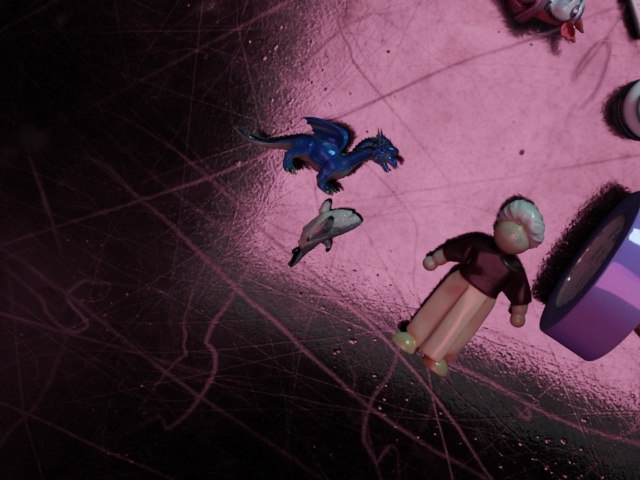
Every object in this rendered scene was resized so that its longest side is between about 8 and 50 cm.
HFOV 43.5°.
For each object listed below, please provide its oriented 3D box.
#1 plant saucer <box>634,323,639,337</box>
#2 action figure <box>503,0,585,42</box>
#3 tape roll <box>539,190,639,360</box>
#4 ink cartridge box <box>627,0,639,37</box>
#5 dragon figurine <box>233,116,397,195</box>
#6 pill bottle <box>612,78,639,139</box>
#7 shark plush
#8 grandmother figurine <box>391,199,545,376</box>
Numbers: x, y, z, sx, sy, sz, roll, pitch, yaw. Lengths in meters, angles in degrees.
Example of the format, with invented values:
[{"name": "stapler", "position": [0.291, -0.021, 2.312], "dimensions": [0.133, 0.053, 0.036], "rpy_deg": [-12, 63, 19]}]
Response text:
[{"name": "plant saucer", "position": [0.599, 0.117, 1.359], "dimensions": [0.168, 0.029, 0.168], "rpy_deg": [26, 128, 38]}, {"name": "action figure", "position": [0.291, -0.461, 1.273], "dimensions": [0.275, 0.248, 0.370], "rpy_deg": [-31, 88, 15]}, {"name": "tape roll", "position": [0.468, 0.057, 1.290], "dimensions": [0.090, 0.275, 0.275], "rpy_deg": [34, 103, 5]}, {"name": "ink cartridge box", "position": [0.552, -0.514, 1.293], "dimensions": [0.165, 0.065, 0.333], "rpy_deg": [-16, 98, 19]}, {"name": "dragon figurine", "position": [-0.001, -0.178, 1.453], "dimensions": [0.289, 0.085, 0.144], "rpy_deg": [30, 102, 6]}, {"name": "pill bottle", "position": [0.537, -0.212, 1.288], "dimensions": [0.108, 0.180, 0.108], "rpy_deg": [1, 97, 12]}, {"name": "shark plush", "position": [0.000, 0.000, 1.496], "dimensions": [0.067, 0.073, 0.161], "rpy_deg": [38, 100, -26]}, {"name": "grandmother figurine", "position": [0.282, 0.080, 1.425], "dimensions": [0.207, 0.104, 0.342], "rpy_deg": [32, 105, -3]}]
